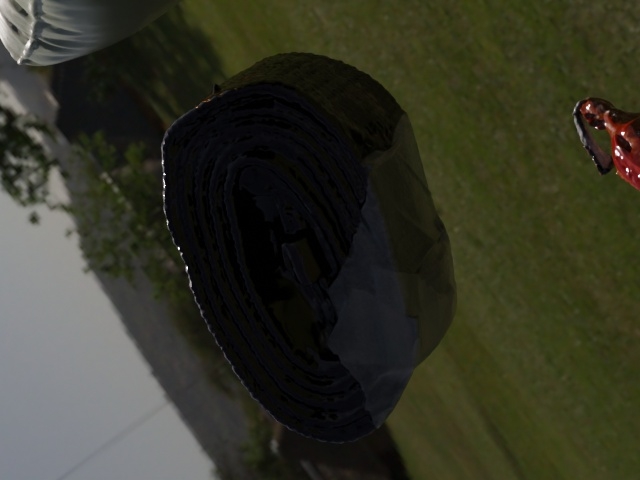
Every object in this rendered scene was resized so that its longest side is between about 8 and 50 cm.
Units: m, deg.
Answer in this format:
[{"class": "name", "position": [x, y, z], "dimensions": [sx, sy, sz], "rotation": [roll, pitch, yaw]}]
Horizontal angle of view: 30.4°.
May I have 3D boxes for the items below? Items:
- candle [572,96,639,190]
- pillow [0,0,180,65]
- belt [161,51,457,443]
[{"class": "candle", "position": [0.188, -0.026, 0.593], "dimensions": [0.162, 0.053, 0.048], "rotation": [47, 176, 34]}, {"class": "pillow", "position": [-0.066, -0.236, 0.691], "dimensions": [0.120, 0.322, 0.255], "rotation": [49, 167, -8]}, {"class": "belt", "position": [0.000, 0.000, 0.913], "dimensions": [0.164, 0.184, 0.289], "rotation": [-50, -55, -65]}]
